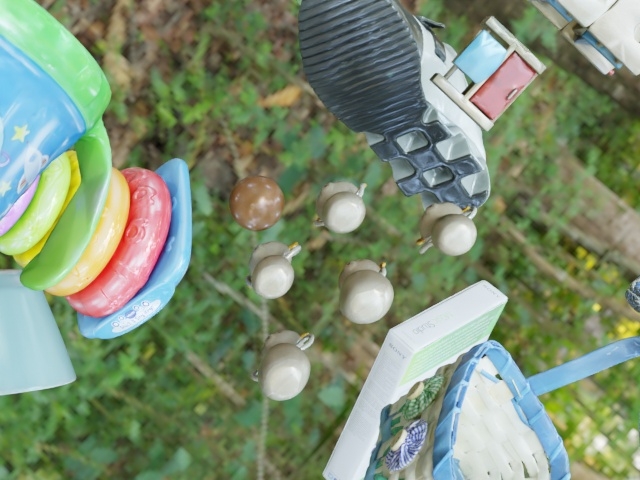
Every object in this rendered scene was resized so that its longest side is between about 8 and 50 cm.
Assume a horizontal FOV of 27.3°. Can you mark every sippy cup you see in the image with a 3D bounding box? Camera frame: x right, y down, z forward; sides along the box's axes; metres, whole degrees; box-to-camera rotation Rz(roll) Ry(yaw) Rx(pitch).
[{"bbox_3d":[-0.310,-0.078,0.964,0.224,0.305,0.240,-60,-178,-15],"label":"sippy cup"}]

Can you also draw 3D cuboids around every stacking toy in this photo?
[{"bbox_3d":[-0.281,-0.040,1.284,0.175,0.166,0.302,-33,134,31],"label":"stacking toy"}]

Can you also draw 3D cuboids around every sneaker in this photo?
[{"bbox_3d":[0.408,0.079,1.552,0.058,0.052,0.135,-56,135,-24],"label":"sneaker"},{"bbox_3d":[0.078,-0.178,1.367,0.330,0.122,0.146,54,32,-42],"label":"sneaker"}]

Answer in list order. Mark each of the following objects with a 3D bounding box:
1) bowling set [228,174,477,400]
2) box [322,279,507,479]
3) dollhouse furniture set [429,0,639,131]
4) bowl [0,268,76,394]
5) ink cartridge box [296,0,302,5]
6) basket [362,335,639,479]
[{"bbox_3d":[0.000,0.000,1.315,0.287,0.200,0.154,-37,-172,3],"label":"bowling set"},{"bbox_3d":[0.141,0.223,1.980,0.232,0.058,0.322,-23,146,-44],"label":"box"},{"bbox_3d":[0.216,-0.172,1.218,0.184,0.129,0.129,-47,-174,5],"label":"dollhouse furniture set"},{"bbox_3d":[-0.498,0.124,1.825,0.311,0.311,0.163,-3,91,-75],"label":"bowl"},{"bbox_3d":[-0.004,-0.475,1.990,0.114,0.198,0.273,-36,166,-14],"label":"ink cartridge box"},{"bbox_3d":[0.182,0.215,1.236,0.289,0.201,0.255,-21,-156,26],"label":"basket"}]
